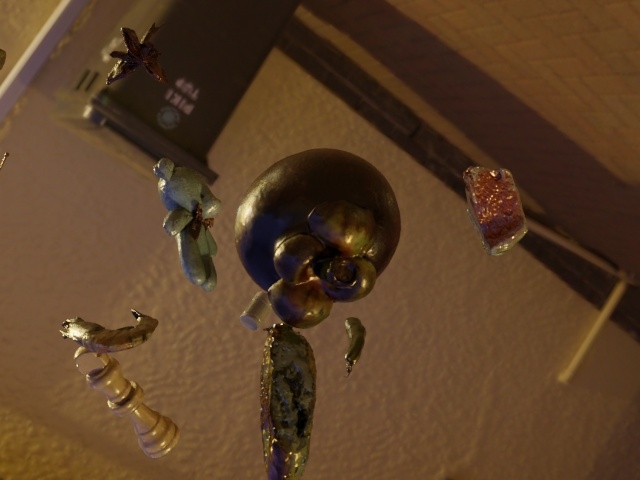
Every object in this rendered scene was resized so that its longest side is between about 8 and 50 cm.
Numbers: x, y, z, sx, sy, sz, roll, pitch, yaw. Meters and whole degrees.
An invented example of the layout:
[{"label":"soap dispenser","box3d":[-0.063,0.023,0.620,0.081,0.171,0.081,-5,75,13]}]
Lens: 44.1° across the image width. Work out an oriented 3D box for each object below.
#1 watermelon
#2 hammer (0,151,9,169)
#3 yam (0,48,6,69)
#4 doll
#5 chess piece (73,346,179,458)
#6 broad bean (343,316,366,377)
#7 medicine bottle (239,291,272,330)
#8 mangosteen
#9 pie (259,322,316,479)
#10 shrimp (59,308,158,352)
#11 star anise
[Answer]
[{"label":"watermelon","box3d":[0.293,-0.071,1.339,0.121,0.098,0.158,-96,-18,-75]},{"label":"hammer","box3d":[-0.841,-0.182,2.067,0.029,0.123,0.014,1,-137,-48]},{"label":"yam","box3d":[-0.644,-0.348,1.486,0.094,0.043,0.043,5,-178,-13]},{"label":"doll","box3d":[-0.164,-0.025,1.057,0.180,0.075,0.120,66,-172,26]},{"label":"chess piece","box3d":[-0.528,0.426,2.127,0.117,0.117,0.397,27,153,53]},{"label":"broad bean","box3d":[0.073,0.223,1.779,0.039,0.069,0.227,36,-159,-10]},{"label":"medicine bottle","box3d":[-0.165,0.184,2.062,0.058,0.091,0.058,19,139,18]},{"label":"mangosteen","box3d":[-0.003,-0.011,1.470,0.330,0.330,0.330,33,175,3]},{"label":"pie","box3d":[-0.062,0.312,1.474,0.103,0.355,0.288,-1,154,-4]},{"label":"shrimp","box3d":[-0.397,0.166,1.493,0.217,0.051,0.150,9,-157,40]},{"label":"star anise","box3d":[-0.419,-0.444,1.813,0.140,0.158,0.144,-1,-132,-21]}]
